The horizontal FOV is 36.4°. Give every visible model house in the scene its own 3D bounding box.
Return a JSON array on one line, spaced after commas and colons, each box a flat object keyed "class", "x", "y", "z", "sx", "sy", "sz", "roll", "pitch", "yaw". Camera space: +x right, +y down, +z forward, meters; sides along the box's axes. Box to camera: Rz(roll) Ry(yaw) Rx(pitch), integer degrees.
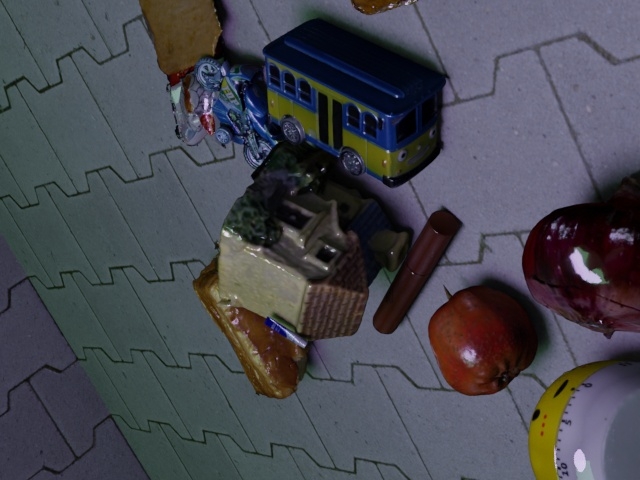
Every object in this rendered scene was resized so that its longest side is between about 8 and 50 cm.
[{"class": "model house", "x": 0.000, "y": 0.000, "z": 1.713, "sx": 0.266, "sy": 0.321, "sz": 0.261, "roll": 29, "pitch": 144, "yaw": 14}]

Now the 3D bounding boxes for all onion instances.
[{"class": "onion", "x": 0.398, "y": 0.017, "z": 1.327, "sx": 0.252, "sy": 0.219, "sz": 0.252, "roll": 11, "pitch": 170, "yaw": 2}]

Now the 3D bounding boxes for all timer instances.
[{"class": "timer", "x": 0.430, "y": 0.313, "z": 1.515, "sx": 0.285, "sy": 0.285, "sz": 0.285, "roll": 31, "pitch": 141, "yaw": 29}]

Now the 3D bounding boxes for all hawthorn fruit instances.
[{"class": "hawthorn fruit", "x": 0.260, "y": 0.157, "z": 1.650, "sx": 0.200, "sy": 0.179, "sz": 0.179, "roll": 50, "pitch": 149, "yaw": 27}]

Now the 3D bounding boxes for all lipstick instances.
[{"class": "lipstick", "x": 0.167, "y": 0.067, "z": 1.779, "sx": 0.057, "sy": 0.057, "sz": 0.357, "roll": 44, "pitch": 146, "yaw": 14}]

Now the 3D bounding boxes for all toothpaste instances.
[{"class": "toothpaste", "x": -0.060, "y": 0.159, "z": 1.682, "sx": 0.083, "sy": 0.015, "sz": 0.024, "roll": 32, "pitch": 138, "yaw": 3}]

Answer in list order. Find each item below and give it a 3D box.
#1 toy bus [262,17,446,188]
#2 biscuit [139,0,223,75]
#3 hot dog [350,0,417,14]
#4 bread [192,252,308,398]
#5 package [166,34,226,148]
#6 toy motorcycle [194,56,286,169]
[{"class": "toy bus", "x": 0.052, "y": -0.224, "z": 1.573, "sx": 0.287, "sy": 0.138, "sz": 0.175, "roll": 31, "pitch": 142, "yaw": 30}, {"class": "biscuit", "x": -0.272, "y": -0.441, "z": 1.836, "sx": 0.237, "sy": 0.013, "sz": 0.232, "roll": -5, "pitch": 105, "yaw": 51}, {"class": "hot dog", "x": 0.137, "y": -0.384, "z": 1.386, "sx": 0.289, "sy": 0.068, "sz": 0.083, "roll": -7, "pitch": 108, "yaw": 54}, {"class": "bread", "x": -0.142, "y": 0.185, "z": 2.186, "sx": 0.344, "sy": 0.149, "sz": 0.195, "roll": 61, "pitch": 157, "yaw": -14}, {"class": "package", "x": -0.244, "y": -0.314, "z": 1.924, "sx": 0.194, "sy": 0.071, "sz": 0.269, "roll": 4, "pitch": 105, "yaw": 37}, {"class": "toy motorcycle", "x": -0.132, "y": -0.241, "z": 1.816, "sx": 0.135, "sy": 0.092, "sz": 0.254, "roll": -20, "pitch": 108, "yaw": 38}]
